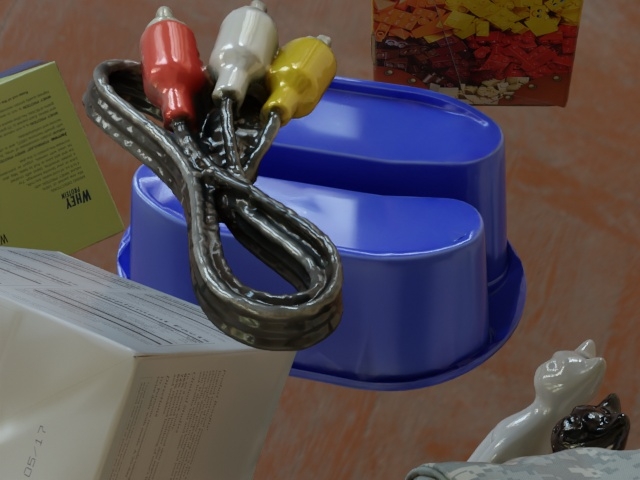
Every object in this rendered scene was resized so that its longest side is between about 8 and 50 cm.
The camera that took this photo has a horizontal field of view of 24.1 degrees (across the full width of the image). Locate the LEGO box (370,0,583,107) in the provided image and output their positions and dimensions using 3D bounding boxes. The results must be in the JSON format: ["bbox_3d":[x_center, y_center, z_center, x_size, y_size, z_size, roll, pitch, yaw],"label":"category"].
[{"bbox_3d":[0.147,-0.433,1.424,0.193,0.372,0.500,1,59,3],"label":"LEGO box"}]

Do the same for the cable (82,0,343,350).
[{"bbox_3d":[-0.055,-0.051,0.758,0.140,0.072,0.287,6,27,-7],"label":"cable"}]

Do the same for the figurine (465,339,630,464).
[{"bbox_3d":[0.211,0.204,1.402,0.092,0.215,0.209,29,107,-9],"label":"figurine"}]

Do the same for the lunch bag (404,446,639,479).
[{"bbox_3d":[0.209,0.223,0.884,0.305,0.212,0.256,-4,37,-15],"label":"lunch bag"}]

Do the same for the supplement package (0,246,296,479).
[{"bbox_3d":[-0.171,0.123,0.916,0.198,0.263,0.199,20,93,17],"label":"supplement package"}]

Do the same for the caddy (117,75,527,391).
[{"bbox_3d":[0.000,0.000,1.221,0.341,0.179,0.241,10,43,10],"label":"caddy"}]

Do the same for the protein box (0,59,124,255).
[{"bbox_3d":[-0.356,-0.069,1.652,0.200,0.136,0.201,-26,105,-16],"label":"protein box"}]
